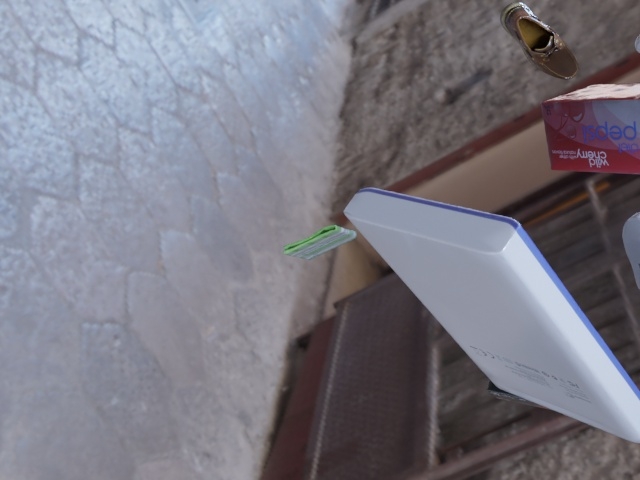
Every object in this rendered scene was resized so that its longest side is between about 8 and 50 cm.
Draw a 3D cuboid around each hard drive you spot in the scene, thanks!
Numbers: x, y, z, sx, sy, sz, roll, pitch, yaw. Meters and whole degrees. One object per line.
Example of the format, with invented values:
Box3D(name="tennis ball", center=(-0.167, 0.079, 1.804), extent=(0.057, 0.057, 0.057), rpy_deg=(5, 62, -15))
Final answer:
Box3D(name="hard drive", center=(0.181, 0.075, 0.971), extent=(0.210, 0.040, 0.318), rpy_deg=(17, -25, 51))

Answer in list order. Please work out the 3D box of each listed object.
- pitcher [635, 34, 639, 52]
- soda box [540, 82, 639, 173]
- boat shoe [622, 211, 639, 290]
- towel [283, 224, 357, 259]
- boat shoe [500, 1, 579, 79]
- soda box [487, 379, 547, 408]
Box3D(name="pitcher", center=(0.591, -0.280, 1.484), extent=(0.207, 0.125, 0.178), rpy_deg=(31, 43, 24))
Box3D(name="soda box", center=(0.359, -0.118, 1.025), extent=(0.263, 0.092, 0.083), rpy_deg=(10, -64, 57))
Box3D(name="boat shoe", center=(0.690, 0.020, 2.028), extent=(0.095, 0.084, 0.258), rpy_deg=(35, -20, 40))
Box3D(name="towel", center=(0.000, 0.000, 1.817), extent=(0.023, 0.113, 0.152), rpy_deg=(67, 12, 12))
Box3D(name="boat shoe", center=(0.377, -0.331, 1.671), extent=(0.178, 0.064, 0.060), rpy_deg=(38, 16, -24))
Box3D(name="soda box", center=(0.306, 0.188, 1.264), extent=(0.053, 0.169, 0.060), rpy_deg=(43, 60, -60))
